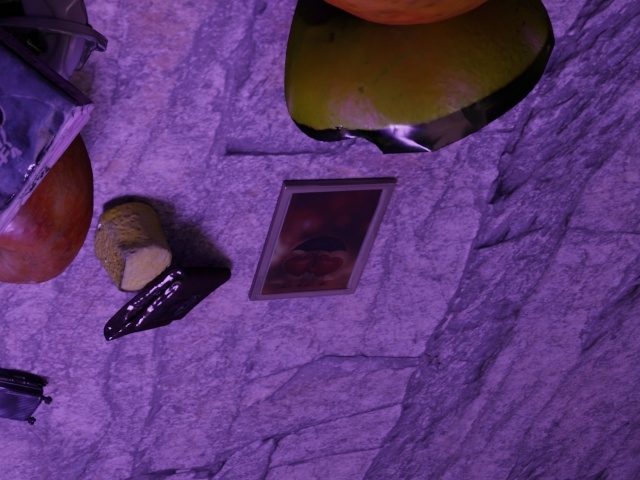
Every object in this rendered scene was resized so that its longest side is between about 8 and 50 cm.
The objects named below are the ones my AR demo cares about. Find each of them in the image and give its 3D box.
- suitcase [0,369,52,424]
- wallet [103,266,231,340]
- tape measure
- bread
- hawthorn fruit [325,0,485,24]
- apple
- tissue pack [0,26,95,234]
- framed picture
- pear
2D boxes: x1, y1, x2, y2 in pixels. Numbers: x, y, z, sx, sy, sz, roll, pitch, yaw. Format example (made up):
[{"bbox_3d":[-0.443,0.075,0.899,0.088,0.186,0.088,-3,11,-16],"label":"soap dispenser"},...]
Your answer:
[{"bbox_3d":[-0.561,0.281,2.386,0.126,0.059,0.086,17,125,-38],"label":"suitcase"},{"bbox_3d":[-0.257,0.104,2.264,0.182,0.049,0.229,-38,171,15],"label":"wallet"},{"bbox_3d":[-0.398,-0.285,1.747,0.236,0.120,0.197,-19,107,-2],"label":"tape measure"},{"bbox_3d":[-0.305,0.009,2.163,0.111,0.114,0.129,-13,144,-22],"label":"bread"},{"bbox_3d":[0.079,-0.472,1.557,0.472,0.471,0.471,-13,140,-12],"label":"hawthorn fruit"},{"bbox_3d":[-0.461,-0.096,1.874,0.302,0.301,0.301,-13,140,-12],"label":"apple"},{"bbox_3d":[-0.494,-0.183,1.651,0.259,0.361,0.122,-50,179,14],"label":"tissue pack"},{"bbox_3d":[0.000,0.000,2.370,0.211,0.020,0.289,-3,136,-23],"label":"framed picture"},{"bbox_3d":[0.110,-0.302,1.824,0.399,0.398,0.165,-25,127,3],"label":"pear"}]
